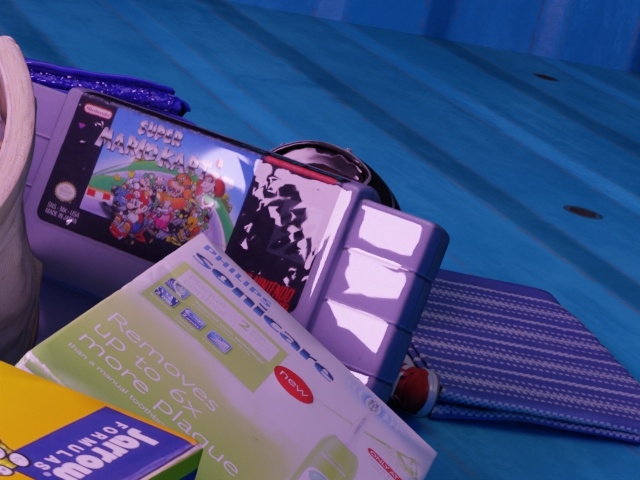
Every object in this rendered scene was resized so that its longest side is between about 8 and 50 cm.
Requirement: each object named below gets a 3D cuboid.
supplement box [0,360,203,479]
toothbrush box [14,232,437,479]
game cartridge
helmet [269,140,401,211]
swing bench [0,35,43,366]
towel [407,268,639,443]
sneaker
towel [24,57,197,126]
[{"bbox_3d":[-0.265,0.138,0.777,0.356,0.194,0.195,19,16,19],"label":"supplement box"},{"bbox_3d":[-0.069,0.132,0.973,0.206,0.122,0.283,43,17,3],"label":"toothbrush box"},{"bbox_3d":[-0.108,0.034,1.225,0.355,0.230,0.068,20,1,23],"label":"game cartridge"},{"bbox_3d":[0.000,0.000,1.550,0.169,0.169,0.161,10,33,-13],"label":"helmet"},{"bbox_3d":[-0.277,-0.037,1.107,0.254,0.253,0.165,34,61,11],"label":"swing bench"},{"bbox_3d":[0.163,0.101,1.609,0.243,0.040,0.336,11,17,-18],"label":"towel"},{"bbox_3d":[0.051,0.109,1.432,0.067,0.042,0.118,23,4,-20],"label":"sneaker"},{"bbox_3d":[-0.227,-0.083,1.566,0.227,0.076,0.308,13,-16,-7],"label":"towel"}]
